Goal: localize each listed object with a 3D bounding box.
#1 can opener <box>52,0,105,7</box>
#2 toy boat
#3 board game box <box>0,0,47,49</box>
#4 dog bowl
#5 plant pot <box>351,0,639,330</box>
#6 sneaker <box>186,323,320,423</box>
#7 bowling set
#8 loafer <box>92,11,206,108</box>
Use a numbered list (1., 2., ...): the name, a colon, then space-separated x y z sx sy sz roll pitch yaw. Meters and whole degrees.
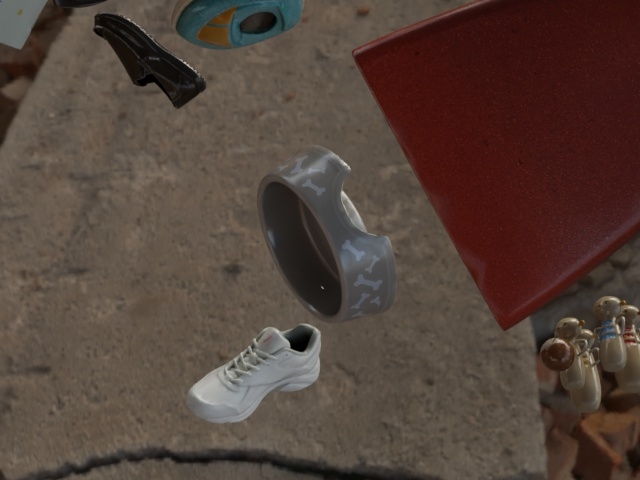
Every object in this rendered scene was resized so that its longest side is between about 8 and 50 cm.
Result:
1. can opener: -0.253 -0.345 1.171 0.186 0.073 0.059 -18 37 -17
2. toy boat: -0.170 -0.464 1.768 0.267 0.318 0.148 -17 66 3
3. board game box: -0.316 -0.326 0.722 0.303 0.097 0.224 33 96 6
4. dog bowl: 0.000 0.000 1.748 0.102 0.349 0.349 -26 57 -22
5. plant pot: 0.208 -0.113 0.864 0.235 0.267 0.267 -29 94 13
6. sneaker: -0.093 0.176 1.336 0.232 0.115 0.090 -23 49 -39
7. bowling set: 0.453 0.154 1.516 0.200 0.287 0.154 23 54 -25
8. loafer: -0.297 -0.299 1.555 0.220 0.080 0.078 35 83 2
